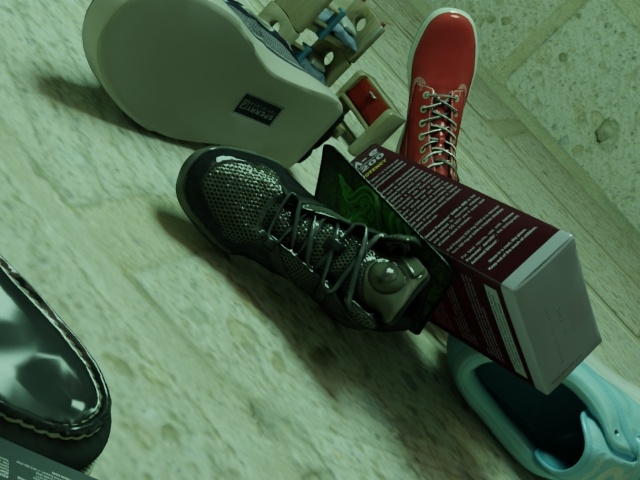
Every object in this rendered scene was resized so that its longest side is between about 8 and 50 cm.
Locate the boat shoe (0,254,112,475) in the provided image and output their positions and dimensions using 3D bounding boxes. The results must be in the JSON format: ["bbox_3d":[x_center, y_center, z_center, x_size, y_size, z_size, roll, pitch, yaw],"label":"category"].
[{"bbox_3d":[-0.207,-0.025,0.427,0.340,0.113,0.127,43,19,-8],"label":"boat shoe"}]

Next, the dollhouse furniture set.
[{"bbox_3d":[0.022,-0.221,1.249,0.129,0.129,0.183,17,35,-54],"label":"dollhouse furniture set"}]

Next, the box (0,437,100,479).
[{"bbox_3d":[-0.158,0.126,0.311,0.233,0.059,0.183,33,23,-33],"label":"box"}]

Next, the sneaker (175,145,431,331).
[{"bbox_3d":[0.000,0.000,0.776,0.227,0.087,0.130,39,-18,-26],"label":"sneaker"}]

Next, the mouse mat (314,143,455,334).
[{"bbox_3d":[0.047,0.005,0.873,0.152,0.007,0.189,47,-18,12],"label":"mouse mat"}]

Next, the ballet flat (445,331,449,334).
[{"bbox_3d":[0.174,0.091,1.049,0.247,0.083,0.087,36,46,-25],"label":"ballet flat"}]

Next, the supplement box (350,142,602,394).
[{"bbox_3d":[0.115,0.017,0.861,0.239,0.073,0.130,31,-25,46],"label":"supplement box"}]

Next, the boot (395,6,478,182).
[{"bbox_3d":[0.149,-0.149,1.237,0.088,0.244,0.176,6,30,-5],"label":"boot"}]

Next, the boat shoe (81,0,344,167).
[{"bbox_3d":[-0.119,-0.175,0.918,0.158,0.127,0.340,49,11,27],"label":"boat shoe"}]

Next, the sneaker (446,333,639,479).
[{"bbox_3d":[0.254,0.199,0.927,0.366,0.135,0.150,36,28,-1],"label":"sneaker"}]
